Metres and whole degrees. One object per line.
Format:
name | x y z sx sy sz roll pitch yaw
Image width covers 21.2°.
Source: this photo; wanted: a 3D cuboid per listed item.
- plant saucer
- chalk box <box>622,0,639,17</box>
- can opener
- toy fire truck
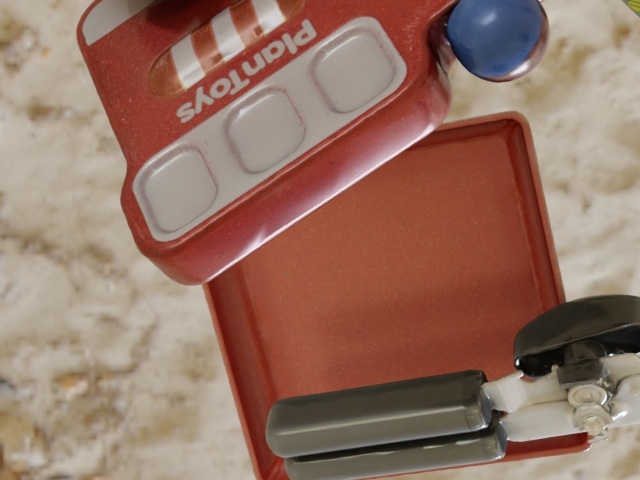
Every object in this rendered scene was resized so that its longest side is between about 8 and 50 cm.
plant saucer | 0.050 0.044 1.239 0.258 0.048 0.259 -10 108 15
chalk box | 0.364 -0.401 1.944 0.179 0.180 0.289 -36 125 25
can opener | 0.101 0.111 1.186 0.280 0.093 0.074 -14 133 16
toy fire truck | 0.008 -0.134 0.925 0.302 0.254 0.169 -32 138 6
